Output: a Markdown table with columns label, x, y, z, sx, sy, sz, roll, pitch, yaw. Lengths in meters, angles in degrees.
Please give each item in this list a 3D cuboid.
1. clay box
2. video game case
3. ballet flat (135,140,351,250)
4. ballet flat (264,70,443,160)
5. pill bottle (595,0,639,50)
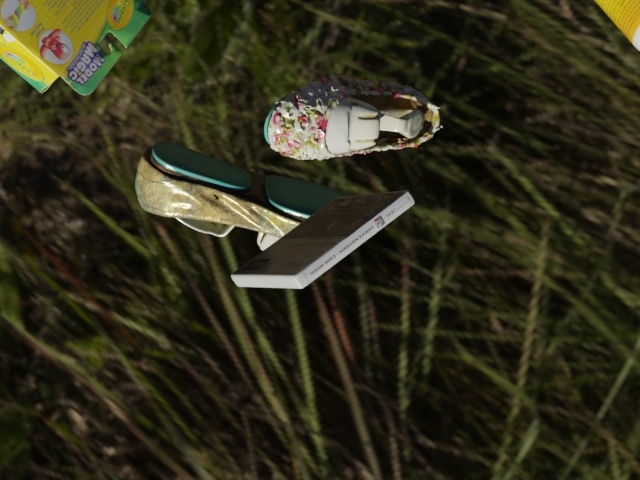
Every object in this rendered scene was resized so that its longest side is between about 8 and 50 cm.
| label | x | y | z | sx | sy | sz | roll | pitch | yaw |
| --- | --- | --- | --- | --- | --- | --- | --- | --- | --- |
| clay box | -0.271 | -0.234 | 1.330 | 0.222 | 0.053 | 0.127 | 42 | 57 | -17 |
| video game case | 0.000 | 0.000 | 1.718 | 0.173 | 0.190 | 0.022 | -37 | 104 | -21 |
| ballet flat | -0.101 | -0.045 | 2.143 | 0.349 | 0.123 | 0.123 | 16 | 101 | -11 |
| ballet flat | 0.043 | -0.125 | 1.495 | 0.241 | 0.077 | 0.091 | -17 | 118 | -52 |
| pill bottle | 0.416 | -0.310 | 1.861 | 0.118 | 0.208 | 0.117 | -32 | 160 | -13 |
